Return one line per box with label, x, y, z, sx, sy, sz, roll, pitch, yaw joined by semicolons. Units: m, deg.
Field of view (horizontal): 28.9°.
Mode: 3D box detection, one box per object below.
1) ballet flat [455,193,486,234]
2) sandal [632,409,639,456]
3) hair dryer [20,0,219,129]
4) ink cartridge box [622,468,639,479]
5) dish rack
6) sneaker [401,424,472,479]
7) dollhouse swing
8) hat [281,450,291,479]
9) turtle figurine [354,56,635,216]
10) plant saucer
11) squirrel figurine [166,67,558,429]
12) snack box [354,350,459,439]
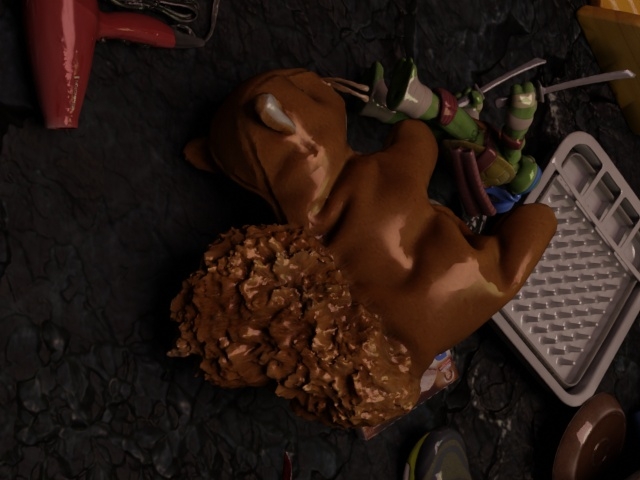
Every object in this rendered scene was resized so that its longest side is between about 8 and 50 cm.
ballet flat;0.187;0.017;1.696;0.049;0.057;0.173;17;72;6
sandal;0.537;0.301;1.909;0.138;0.126;0.317;30;74;7
hair dryer;-0.227;-0.242;1.369;0.223;0.080;0.293;44;64;-27
ink cartridge box;0.471;0.369;1.753;0.212;0.154;0.093;-35;76;-2
dish rack;0.350;0.041;1.794;0.285;0.072;0.332;49;61;-25
sneaker;0.194;0.387;1.624;0.111;0.121;0.299;-17;98;-37
dollhouse swing;0.647;-0.343;1.895;0.347;0.305;0.315;-43;112;-30
hat;-0.081;0.407;1.473;0.209;0.183;0.173;-23;143;-33
turtle figurine;0.201;-0.189;1.616;0.266;0.197;0.274;20;117;-26
plant saucer;0.396;0.303;1.800;0.168;0.029;0.168;-24;126;-38
squirrel figurine;0.000;0.000;1.416;0.370;0.281;0.397;46;60;-19
snack box;0.107;0.192;1.632;0.178;0.022;0.064;-28;103;-34
